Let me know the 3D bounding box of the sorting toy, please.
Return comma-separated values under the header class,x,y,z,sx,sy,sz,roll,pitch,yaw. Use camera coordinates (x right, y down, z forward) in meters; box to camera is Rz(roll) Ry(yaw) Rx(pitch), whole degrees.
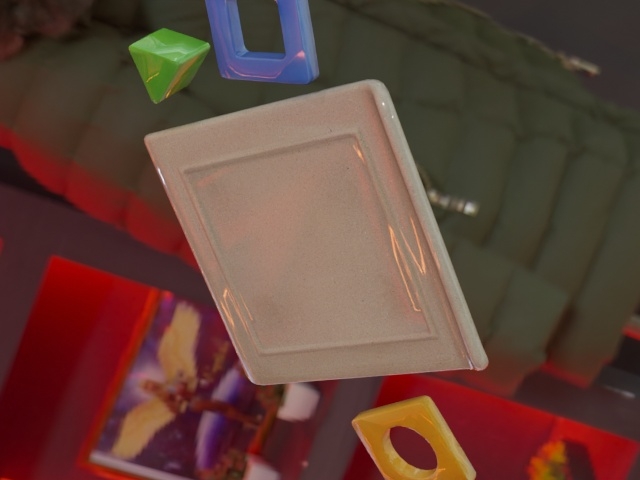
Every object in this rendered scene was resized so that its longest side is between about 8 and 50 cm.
class,x,y,z,sx,sy,sz,roll,pitch,yaw
sorting toy,0.000,0.000,0.735,0.196,0.347,0.047,-7,22,39
